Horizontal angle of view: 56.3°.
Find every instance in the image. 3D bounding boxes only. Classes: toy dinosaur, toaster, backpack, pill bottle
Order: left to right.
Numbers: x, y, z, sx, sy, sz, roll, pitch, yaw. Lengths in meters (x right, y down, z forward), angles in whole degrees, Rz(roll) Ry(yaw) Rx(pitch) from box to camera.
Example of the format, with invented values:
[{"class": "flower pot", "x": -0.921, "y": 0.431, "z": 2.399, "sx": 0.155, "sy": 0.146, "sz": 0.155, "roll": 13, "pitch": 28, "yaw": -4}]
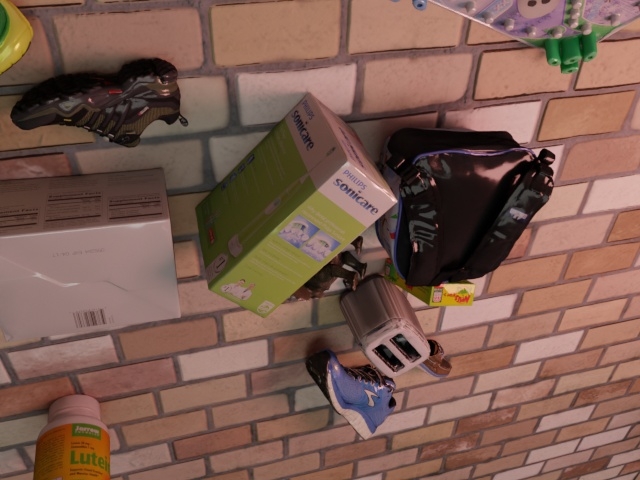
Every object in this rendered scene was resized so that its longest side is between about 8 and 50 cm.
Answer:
[{"class": "pill bottle", "x": -0.480, "y": 0.428, "z": 1.159, "sx": 0.136, "sy": 0.246, "sz": 0.136, "roll": -10, "pitch": 132, "yaw": -12}, {"class": "toy dinosaur", "x": 0.000, "y": 0.000, "z": 1.047, "sx": 0.160, "sy": 0.121, "sz": 0.314, "roll": 8, "pitch": 118, "yaw": 16}, {"class": "toaster", "x": 0.133, "y": 0.177, "z": 1.231, "sx": 0.129, "sy": 0.146, "sz": 0.227, "roll": -33, "pitch": 132, "yaw": 8}, {"class": "backpack", "x": 0.208, "y": -0.059, "z": 1.014, "sx": 0.276, "sy": 0.213, "sz": 0.263, "roll": 0, "pitch": 119, "yaw": -12}]

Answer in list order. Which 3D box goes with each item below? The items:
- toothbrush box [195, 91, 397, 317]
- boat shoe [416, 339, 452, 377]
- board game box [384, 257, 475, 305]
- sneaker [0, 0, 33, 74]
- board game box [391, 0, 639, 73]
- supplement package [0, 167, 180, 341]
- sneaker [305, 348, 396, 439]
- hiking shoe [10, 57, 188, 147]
[{"class": "toothbrush box", "x": -0.052, "y": -0.054, "z": 0.927, "sx": 0.283, "sy": 0.206, "sz": 0.122, "roll": -44, "pitch": 129, "yaw": 18}, {"class": "boat shoe", "x": 0.257, "y": 0.272, "z": 1.410, "sx": 0.183, "sy": 0.066, "sz": 0.066, "roll": 26, "pitch": 115, "yaw": -35}, {"class": "board game box", "x": 0.205, "y": 0.077, "z": 1.147, "sx": 0.092, "sy": 0.181, "sz": 0.043, "roll": 2, "pitch": 102, "yaw": -21}, {"class": "sneaker", "x": -0.495, "y": -0.212, "z": 0.717, "sx": 0.295, "sy": 0.109, "sz": 0.123, "roll": -32, "pitch": 123, "yaw": 1}, {"class": "board game box", "x": 0.337, "y": -0.366, "z": 0.753, "sx": 0.390, "sy": 0.050, "sz": 0.390, "roll": 11, "pitch": 161, "yaw": -27}, {"class": "supplement package", "x": -0.361, "y": 0.020, "z": 0.922, "sx": 0.261, "sy": 0.145, "sz": 0.204, "roll": -6, "pitch": 130, "yaw": -14}, {"class": "sneaker", "x": 0.081, "y": 0.329, "z": 1.378, "sx": 0.147, "sy": 0.130, "sz": 0.330, "roll": -40, "pitch": 135, "yaw": -4}, {"class": "hiking shoe", "x": -0.299, "y": -0.169, "z": 0.823, "sx": 0.227, "sy": 0.086, "sz": 0.114, "roll": -15, "pitch": 129, "yaw": -8}]
